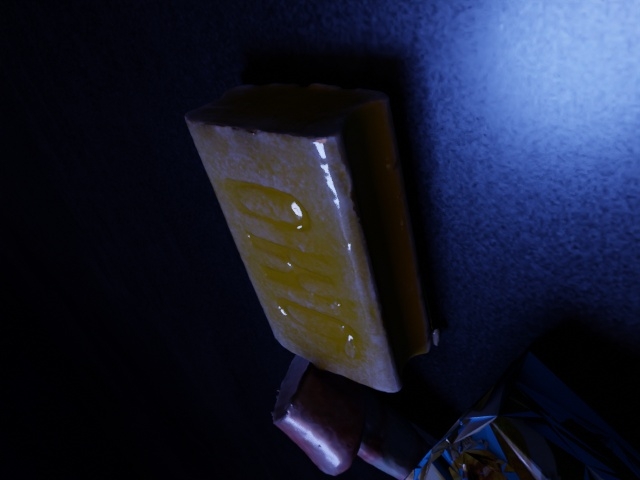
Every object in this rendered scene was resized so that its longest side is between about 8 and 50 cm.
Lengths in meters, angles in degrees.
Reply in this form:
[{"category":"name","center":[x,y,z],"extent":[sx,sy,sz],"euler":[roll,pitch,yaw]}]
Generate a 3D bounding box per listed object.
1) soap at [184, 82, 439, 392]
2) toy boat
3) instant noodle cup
[{"category":"soap","center":[0.000,0.000,0.518],"extent":[0.174,0.089,0.274],"euler":[16,137,38]},{"category":"toy boat","center":[0.081,0.227,0.648],"extent":[0.282,0.096,0.206],"euler":[33,-173,-4]},{"category":"instant noodle cup","center":[0.167,0.229,0.466],"extent":[0.178,0.240,0.240],"euler":[42,148,25]}]
